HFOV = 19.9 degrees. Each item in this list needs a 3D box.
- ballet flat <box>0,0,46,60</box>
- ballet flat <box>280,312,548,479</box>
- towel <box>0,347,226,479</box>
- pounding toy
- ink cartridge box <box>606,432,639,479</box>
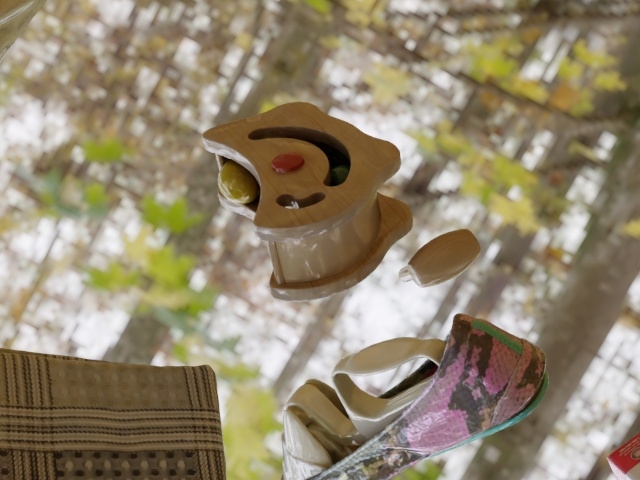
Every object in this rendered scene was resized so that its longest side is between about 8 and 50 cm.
[{"bbox_3d":[-0.145,-0.124,0.800,0.086,0.248,0.086,27,156,13],"label":"ballet flat"},{"bbox_3d":[0.029,0.099,0.992,0.079,0.221,0.077,41,-138,-11],"label":"ballet flat"},{"bbox_3d":[-0.226,0.235,1.558,0.324,0.312,0.056,7,155,-24],"label":"towel"},{"bbox_3d":[0.000,0.000,1.594,0.269,0.154,0.155,31,143,47],"label":"pounding toy"},{"bbox_3d":[0.365,0.232,1.744,0.150,0.109,0.063,44,164,53],"label":"ink cartridge box"}]
